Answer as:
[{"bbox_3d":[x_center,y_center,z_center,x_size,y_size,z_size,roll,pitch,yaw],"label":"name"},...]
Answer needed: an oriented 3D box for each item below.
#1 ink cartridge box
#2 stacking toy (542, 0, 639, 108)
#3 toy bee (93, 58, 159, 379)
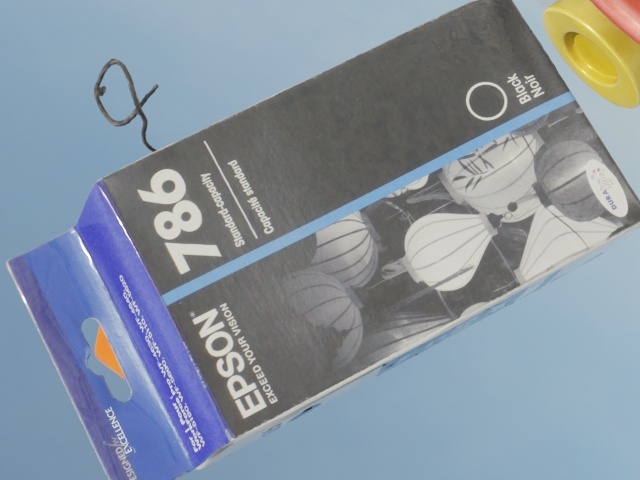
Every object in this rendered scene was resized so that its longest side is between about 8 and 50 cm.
[{"bbox_3d":[0.000,0.000,0.619,0.165,0.332,0.065,60,171,11],"label":"ink cartridge box"},{"bbox_3d":[0.242,-0.261,0.894,0.279,0.130,0.309,48,178,-4],"label":"stacking toy"},{"bbox_3d":[-0.127,-0.013,1.057,0.162,0.298,0.195,-12,-133,-40],"label":"toy bee"}]
